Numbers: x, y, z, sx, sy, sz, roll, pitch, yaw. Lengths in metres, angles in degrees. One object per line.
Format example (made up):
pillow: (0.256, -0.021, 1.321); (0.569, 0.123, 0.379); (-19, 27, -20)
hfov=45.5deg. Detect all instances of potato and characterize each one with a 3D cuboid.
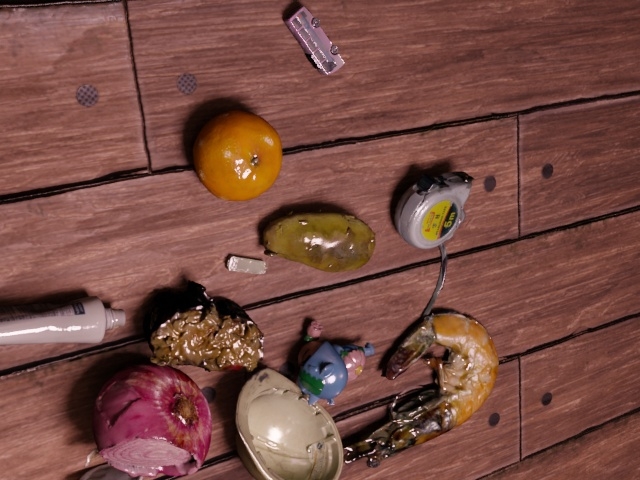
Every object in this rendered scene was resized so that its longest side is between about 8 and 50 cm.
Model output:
potato: (0.000, 0.000, 1.423); (0.226, 0.090, 0.117); (6, 106, -23)

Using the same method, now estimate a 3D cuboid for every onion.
onion: (-0.280, 0.296, 1.292); (0.207, 0.200, 0.200); (16, 94, -16)

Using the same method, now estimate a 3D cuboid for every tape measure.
tape measure: (0.205, 0.015, 1.567); (0.164, 0.084, 0.330); (-1, 121, -28)

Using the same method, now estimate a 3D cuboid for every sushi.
sushi: (-0.196, 0.155, 1.338); (0.212, 0.115, 0.147); (20, 93, -30)

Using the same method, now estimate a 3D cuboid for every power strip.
power strip: (-0.135, 0.046, 1.401); (0.083, 0.017, 0.027); (10, 98, -30)

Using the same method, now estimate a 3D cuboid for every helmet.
helmet: (-0.093, 0.378, 1.441); (0.257, 0.137, 0.204); (46, 41, -13)

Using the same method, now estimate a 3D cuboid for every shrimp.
shrimp: (0.208, 0.320, 1.621); (0.445, 0.085, 0.272); (-30, 112, -23)

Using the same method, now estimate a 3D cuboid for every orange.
orange: (-0.137, -0.142, 1.293); (0.156, 0.124, 0.156); (-8, 108, -24)

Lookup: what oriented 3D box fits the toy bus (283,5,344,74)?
toy bus: (-0.011, -0.355, 1.361); (0.052, 0.037, 0.130); (-44, 118, -10)

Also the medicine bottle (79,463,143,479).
medicine bottle: (-0.357, 0.563, 1.346); (0.179, 0.124, 0.324); (-10, 108, -28)

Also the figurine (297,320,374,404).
figurine: (0.015, 0.232, 1.489); (0.178, 0.144, 0.114); (-16, 149, -45)

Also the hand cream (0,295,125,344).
hand cream: (-0.472, 0.134, 1.187); (0.341, 0.124, 0.077); (-2, 104, -33)
